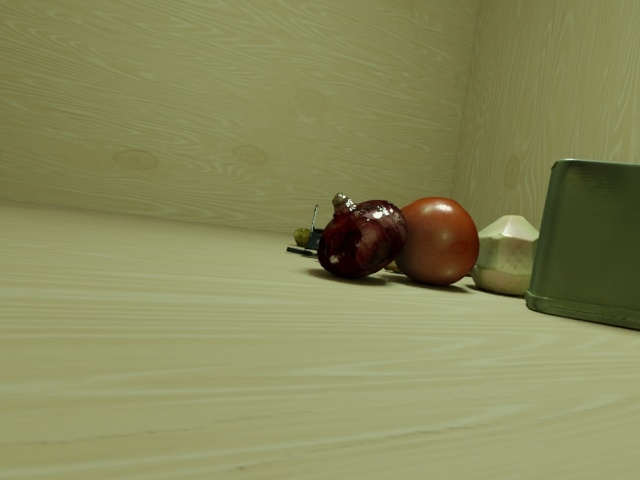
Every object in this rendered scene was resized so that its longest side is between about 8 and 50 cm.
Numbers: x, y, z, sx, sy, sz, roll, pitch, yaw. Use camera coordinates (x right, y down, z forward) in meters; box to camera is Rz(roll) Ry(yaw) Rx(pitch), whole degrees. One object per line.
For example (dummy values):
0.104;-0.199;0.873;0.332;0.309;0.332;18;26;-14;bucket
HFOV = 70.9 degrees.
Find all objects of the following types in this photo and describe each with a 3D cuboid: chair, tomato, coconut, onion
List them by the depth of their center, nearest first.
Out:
0.093;-0.020;1.140;0.252;0.219;0.252;-34;9;6;onion
0.311;0.002;1.243;0.224;0.256;0.256;-8;6;-12;tomato
0.529;0.037;1.297;0.197;0.237;0.237;6;3;-3;coconut
0.019;0.000;1.646;0.140;0.145;0.221;12;47;3;chair

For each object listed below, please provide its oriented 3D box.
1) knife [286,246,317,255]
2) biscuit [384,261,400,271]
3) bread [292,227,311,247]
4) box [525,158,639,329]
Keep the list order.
-0.006;0.053;1.650;0.245;0.019;0.072;11;0;-8;knife
0.325;0.091;1.457;0.164;0.047;0.207;9;3;44;biscuit
0.000;0.001;2.003;0.269;0.098;0.087;11;46;38;bread
0.671;0.011;1.000;0.351;0.344;0.177;8;0;21;box
